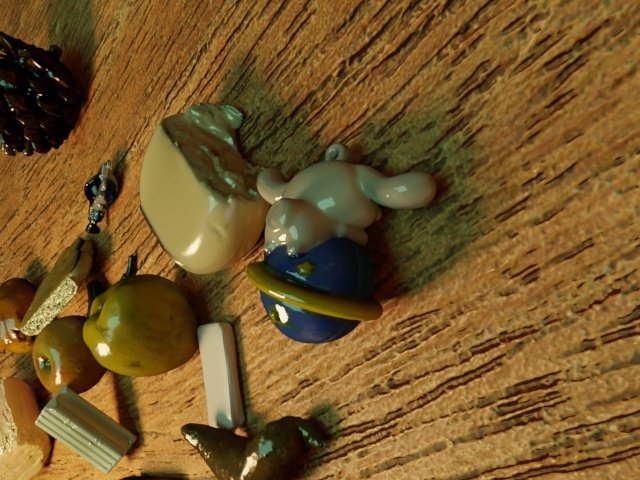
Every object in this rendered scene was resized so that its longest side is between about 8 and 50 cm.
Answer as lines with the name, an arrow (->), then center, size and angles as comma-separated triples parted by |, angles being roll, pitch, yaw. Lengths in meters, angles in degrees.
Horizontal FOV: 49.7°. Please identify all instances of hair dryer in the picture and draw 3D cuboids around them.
hair dryer -> -0.451, 0.105, 1.514 | 0.219, 0.075, 0.195 | -56, 42, 24

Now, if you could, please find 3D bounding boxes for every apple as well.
apple -> -0.566, 0.261, 1.586 | 0.183, 0.155, 0.182 | 5, 99, 36

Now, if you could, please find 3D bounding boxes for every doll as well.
doll -> -0.026, -0.005, 0.888 | 0.311, 0.160, 0.242 | 29, 116, 50
doll -> -0.483, -0.101, 1.516 | 0.096, 0.070, 0.195 | -106, 33, -41

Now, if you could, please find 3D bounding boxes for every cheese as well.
cheese -> -0.186, -0.084, 1.106 | 0.266, 0.127, 0.233 | 52, 127, 32

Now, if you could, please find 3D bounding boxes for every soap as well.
soap -> -0.511, 0.414, 1.508 | 0.198, 0.066, 0.119 | 38, 131, -5

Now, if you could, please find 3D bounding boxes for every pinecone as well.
pinecone -> -0.710, -0.340, 1.637 | 0.298, 0.242, 0.295 | 42, 122, 35

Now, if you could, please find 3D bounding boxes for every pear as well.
pear -> -0.318, 0.154, 1.245 | 0.200, 0.200, 0.199 | 6, 98, 51

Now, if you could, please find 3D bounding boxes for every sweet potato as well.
sweet potato -> -0.106, 0.337, 1.065 | 0.310, 0.098, 0.124 | -18, 80, 46

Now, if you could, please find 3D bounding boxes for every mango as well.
mango -> -0.849, 0.209, 1.925 | 0.287, 0.153, 0.201 | 30, 119, 46

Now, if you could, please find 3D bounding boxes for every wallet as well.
wallet -> -0.172, 0.235, 1.187 | 0.095, 0.033, 0.189 | -19, 78, 51

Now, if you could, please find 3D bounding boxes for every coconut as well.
coconut -> -0.941, 0.532, 1.957 | 0.309, 0.298, 0.297 | 48, 128, 31

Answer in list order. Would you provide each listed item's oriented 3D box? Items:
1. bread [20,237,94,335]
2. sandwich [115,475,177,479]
bread -> -0.613, 0.097, 1.643 | 0.286, 0.056, 0.207 | -38, 30, 31
sandwich -> -0.363, 0.537, 1.377 | 0.236, 0.128, 0.122 | -28, 80, 49
